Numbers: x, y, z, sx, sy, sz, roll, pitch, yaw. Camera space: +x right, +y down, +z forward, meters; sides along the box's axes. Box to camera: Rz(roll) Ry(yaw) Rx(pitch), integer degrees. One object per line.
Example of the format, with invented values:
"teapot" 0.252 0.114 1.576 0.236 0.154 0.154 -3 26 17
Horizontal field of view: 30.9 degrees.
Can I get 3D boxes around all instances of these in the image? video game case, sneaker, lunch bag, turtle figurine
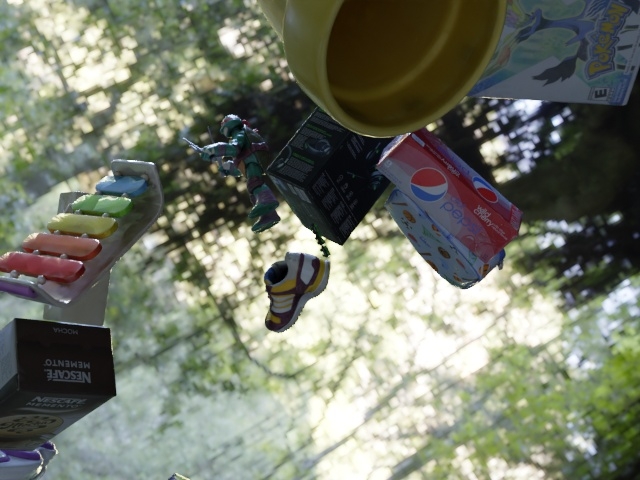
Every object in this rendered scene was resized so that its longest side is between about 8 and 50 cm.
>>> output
"video game case" 0.385 -0.361 1.846 0.036 0.300 0.329 -93 -173 -46
"sneaker" -0.563 0.424 2.081 0.114 0.152 0.305 28 -5 9
"sneaker" -0.057 0.074 1.773 0.185 0.084 0.069 -50 -155 43
"lunch bag" 0.285 -0.024 2.629 0.303 0.115 0.243 46 -14 4
"turtle figurine" -0.142 -0.135 2.010 0.234 0.118 0.175 62 9 19

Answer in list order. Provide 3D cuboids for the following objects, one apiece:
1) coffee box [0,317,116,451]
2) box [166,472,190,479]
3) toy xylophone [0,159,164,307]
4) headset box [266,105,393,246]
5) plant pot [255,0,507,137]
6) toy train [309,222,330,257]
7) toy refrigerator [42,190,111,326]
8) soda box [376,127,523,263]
"coffee box" -0.470 0.236 1.839 0.297 0.168 0.119 -35 -124 43
"box" -0.275 0.471 2.006 0.036 0.114 0.207 26 -4 2
"toy xylophone" -0.401 -0.005 1.879 0.236 0.323 0.081 0 -49 35
"headset box" 0.045 -0.178 2.678 0.131 0.283 0.246 27 -17 36
"plant pot" 0.044 -0.282 1.328 0.239 0.254 0.254 46 -24 42
"toy train" 0.000 0.000 2.547 0.083 0.017 0.023 66 18 9
"toy refrigerator" -0.501 0.039 2.422 0.094 0.102 0.269 0 -98 52
"soda box" 0.226 -0.085 2.016 0.263 0.092 0.083 40 28 -9
